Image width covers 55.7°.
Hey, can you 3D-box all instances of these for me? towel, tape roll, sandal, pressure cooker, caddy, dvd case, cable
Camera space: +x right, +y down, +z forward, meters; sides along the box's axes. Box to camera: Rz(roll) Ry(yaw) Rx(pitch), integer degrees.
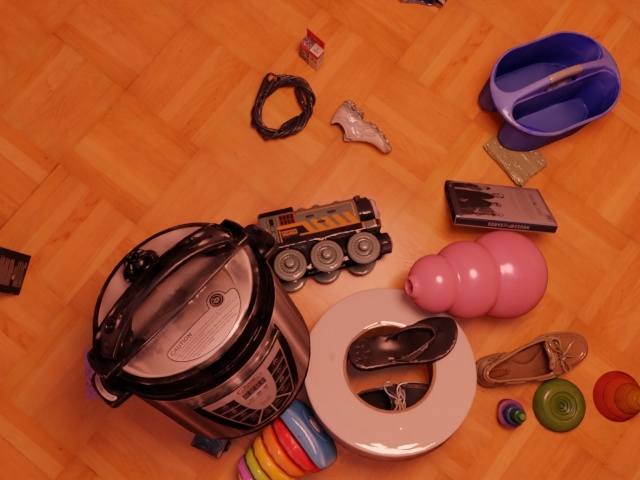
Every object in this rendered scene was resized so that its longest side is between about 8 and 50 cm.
[{"bbox_3d":[0.499,-0.221,1.550,0.110,0.027,0.148,-38,83,-8],"label":"towel"},{"bbox_3d":[0.151,0.294,1.368,0.391,0.072,0.392,-1,60,1],"label":"tape roll"},{"bbox_3d":[0.189,0.230,1.332,0.254,0.054,0.097,-16,61,-8],"label":"sandal"},{"bbox_3d":[-0.241,0.175,1.215,0.375,0.420,0.370,-7,54,13],"label":"pressure cooker"},{"bbox_3d":[0.561,-0.369,1.484,0.341,0.179,0.241,-23,78,-11],"label":"caddy"},{"bbox_3d":[0.430,-0.084,1.465,0.238,0.179,0.030,6,124,-1],"label":"dvd case"},{"bbox_3d":[-0.096,-0.334,1.546,0.150,0.047,0.185,19,78,-4],"label":"cable"}]

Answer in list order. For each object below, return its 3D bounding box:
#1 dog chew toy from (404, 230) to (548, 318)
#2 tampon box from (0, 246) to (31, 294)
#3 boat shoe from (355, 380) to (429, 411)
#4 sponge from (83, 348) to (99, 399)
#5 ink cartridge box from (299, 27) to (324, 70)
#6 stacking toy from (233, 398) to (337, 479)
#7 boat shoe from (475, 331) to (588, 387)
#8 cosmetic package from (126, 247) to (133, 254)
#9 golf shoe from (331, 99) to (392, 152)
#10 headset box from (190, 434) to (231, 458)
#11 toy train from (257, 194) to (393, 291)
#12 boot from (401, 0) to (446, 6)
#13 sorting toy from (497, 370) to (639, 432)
[{"bbox_3d":[0.347,0.087,1.378,0.331,0.206,0.207,-5,80,-21],"label":"dog chew toy"},{"bbox_3d":[-0.771,0.061,1.396,0.120,0.161,0.102,12,81,1],"label":"tampon box"},{"bbox_3d":[0.157,0.377,1.413,0.254,0.079,0.095,-3,73,-4],"label":"boat shoe"},{"bbox_3d":[-0.449,0.305,1.431,0.210,0.031,0.117,-5,81,-3],"label":"sponge"},{"bbox_3d":[-0.022,-0.482,1.531,0.063,0.115,0.029,42,82,5],"label":"ink cartridge box"},{"bbox_3d":[-0.122,0.510,1.361,0.302,0.166,0.175,-42,74,4],"label":"stacking toy"},{"bbox_3d":[0.510,0.288,1.434,0.285,0.089,0.105,-18,81,-5],"label":"boat shoe"},{"bbox_3d":[-0.422,0.074,1.465,0.115,0.041,0.060,29,81,3],"label":"cosmetic package"},{"bbox_3d":[0.104,-0.271,1.537,0.176,0.069,0.086,46,102,8],"label":"golf shoe"},{"bbox_3d":[-0.250,0.464,1.411,0.083,0.032,0.062,25,81,4],"label":"headset box"},{"bbox_3d":[0.000,0.000,1.449,0.333,0.142,0.190,-13,72,-4],"label":"toy train"},{"bbox_3d":[0.335,-0.674,1.595,0.258,0.095,0.124,4,86,7],"label":"boot"},{"bbox_3d":[0.600,0.384,1.404,0.365,0.126,0.127,-7,81,-4],"label":"sorting toy"}]
